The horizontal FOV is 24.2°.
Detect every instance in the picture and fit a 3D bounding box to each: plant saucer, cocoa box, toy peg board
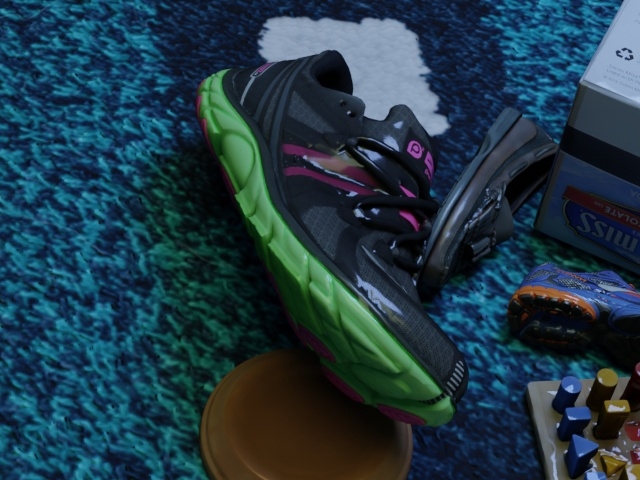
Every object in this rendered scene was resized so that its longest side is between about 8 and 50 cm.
[{"bbox_3d":[-0.012,0.175,1.375,0.200,0.037,0.200,4,49,-5],"label":"plant saucer"},{"bbox_3d":[0.433,-0.085,1.530,0.347,0.228,0.231,24,51,13],"label":"cocoa box"},{"bbox_3d":[0.290,0.179,1.382,0.161,0.079,0.161,-1,49,-9],"label":"toy peg board"}]

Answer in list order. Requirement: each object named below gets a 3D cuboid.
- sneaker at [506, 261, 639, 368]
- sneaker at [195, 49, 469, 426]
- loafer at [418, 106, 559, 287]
[{"bbox_3d":[0.300,0.069,1.481,0.221,0.083,0.087,17,41,3],"label":"sneaker"},{"bbox_3d":[0.030,-0.034,1.407,0.202,0.185,0.482,-25,49,-2],"label":"sneaker"},{"bbox_3d":[0.180,-0.042,1.554,0.084,0.096,0.267,27,49,8],"label":"loafer"}]
